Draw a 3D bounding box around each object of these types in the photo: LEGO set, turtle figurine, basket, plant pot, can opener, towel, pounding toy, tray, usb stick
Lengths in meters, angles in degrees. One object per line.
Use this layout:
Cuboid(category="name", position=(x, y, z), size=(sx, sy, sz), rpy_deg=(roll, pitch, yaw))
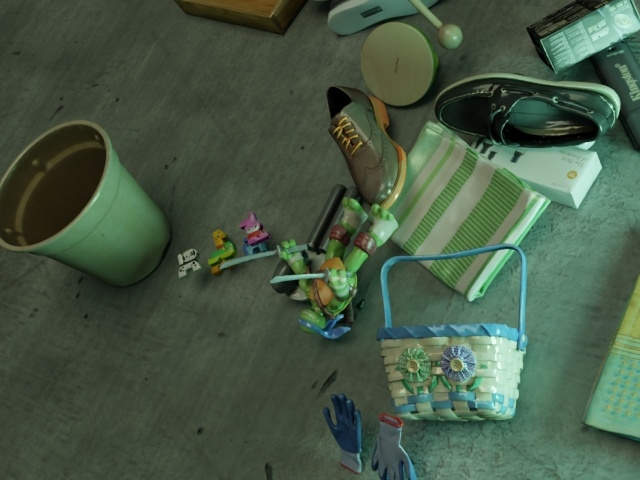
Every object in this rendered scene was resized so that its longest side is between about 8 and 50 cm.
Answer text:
Cuboid(category="LEGO set", position=(-0.207, 0.006, 1.779), size=(0.227, 0.087, 0.093), rpy_deg=(-25, 67, 15))
Cuboid(category="turtle figurine", position=(0.003, 0.025, 1.524), size=(0.266, 0.275, 0.198), rpy_deg=(-55, 7, -15))
Cuboid(category="basket", position=(0.227, 0.155, 1.358), size=(0.255, 0.201, 0.288), rpy_deg=(-10, 67, 27))
Cuboid(category="plant pot", position=(-0.522, -0.052, 1.859), size=(0.334, 0.305, 0.333), rpy_deg=(-15, 55, 22))
Cuboid(category="can opener", position=(0.000, 0.000, 1.668), size=(0.074, 0.093, 0.280), rpy_deg=(14, 65, 37))
Cuboid(category="towel", position=(0.250, -0.062, 1.546), size=(0.325, 0.038, 0.247), rpy_deg=(43, 105, 41))
Cuboid(category="towel", position=(0.596, 0.162, 1.247), size=(0.271, 0.040, 0.370), rpy_deg=(15, 68, 35))
Cuboid(category="pounding toy", position=(0.205, -0.416, 1.776), size=(0.183, 0.110, 0.237), rpy_deg=(45, 129, 12))
Cuboid(category="tray", position=(-0.208, -0.696, 2.225), size=(0.411, 0.076, 0.202), rpy_deg=(23, 75, 37))
Cuboid(category="usb stick", position=(0.583, -0.276, 1.517), size=(0.077, 0.045, 0.278), rpy_deg=(-23, 52, 18))

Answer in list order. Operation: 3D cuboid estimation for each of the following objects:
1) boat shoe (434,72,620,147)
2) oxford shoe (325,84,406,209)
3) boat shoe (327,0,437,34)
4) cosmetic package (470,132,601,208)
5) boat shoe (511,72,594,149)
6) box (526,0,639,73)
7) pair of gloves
Cuboid(category="boat shoe", position=(0.364, -0.223, 1.482), size=(0.340, 0.127, 0.113), rpy_deg=(9, 44, 21))
Cuboid(category="oxford shoe", position=(0.077, -0.193, 1.668), size=(0.130, 0.133, 0.363), rpy_deg=(-49, 33, 27))
Cuboid(category="boat shoe", position=(0.154, -0.589, 1.931), size=(0.301, 0.108, 0.102), rpy_deg=(-15, 56, 31))
Cuboid(category="cosmetic package", position=(0.398, -0.146, 1.536), size=(0.239, 0.060, 0.099), rpy_deg=(23, 77, 39))
Cuboid(category="boat shoe", position=(0.440, -0.257, 1.569), size=(0.080, 0.076, 0.228), rpy_deg=(-38, 50, 5))
Cuboid(category="box", position=(0.513, -0.417, 1.583), size=(0.180, 0.077, 0.147), rpy_deg=(-27, 19, 13))
Cuboid(category="pair of gloves", position=(0.082, 0.344, 1.378), size=(0.198, 0.159, 0.023), rpy_deg=(16, 31, 42))
